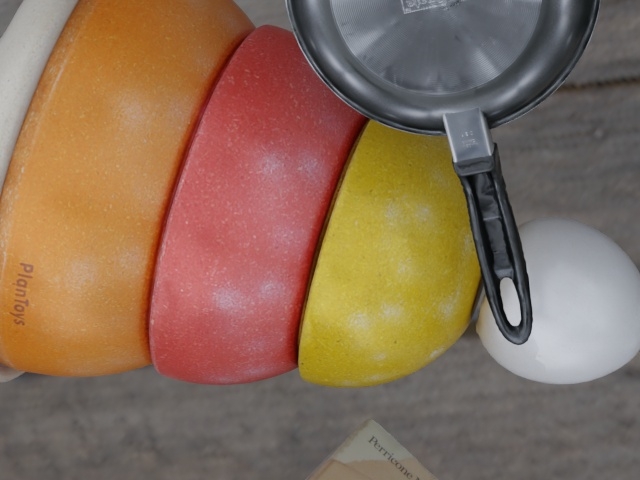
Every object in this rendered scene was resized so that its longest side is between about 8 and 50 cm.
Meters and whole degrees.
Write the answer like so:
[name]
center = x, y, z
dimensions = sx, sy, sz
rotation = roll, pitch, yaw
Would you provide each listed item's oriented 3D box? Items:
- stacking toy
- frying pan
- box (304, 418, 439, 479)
[stacking toy]
center = 0.000, 0.000, 1.340
dimensions = 0.480, 0.350, 0.350
rotation = 19, 120, 7
[frying pan]
center = 0.062, -0.096, 1.156
dimensions = 0.197, 0.053, 0.326
rotation = 11, 108, 6
[box]
center = -0.017, 0.275, 1.292
dimensions = 0.148, 0.311, 0.121
rotation = 42, 131, 3
